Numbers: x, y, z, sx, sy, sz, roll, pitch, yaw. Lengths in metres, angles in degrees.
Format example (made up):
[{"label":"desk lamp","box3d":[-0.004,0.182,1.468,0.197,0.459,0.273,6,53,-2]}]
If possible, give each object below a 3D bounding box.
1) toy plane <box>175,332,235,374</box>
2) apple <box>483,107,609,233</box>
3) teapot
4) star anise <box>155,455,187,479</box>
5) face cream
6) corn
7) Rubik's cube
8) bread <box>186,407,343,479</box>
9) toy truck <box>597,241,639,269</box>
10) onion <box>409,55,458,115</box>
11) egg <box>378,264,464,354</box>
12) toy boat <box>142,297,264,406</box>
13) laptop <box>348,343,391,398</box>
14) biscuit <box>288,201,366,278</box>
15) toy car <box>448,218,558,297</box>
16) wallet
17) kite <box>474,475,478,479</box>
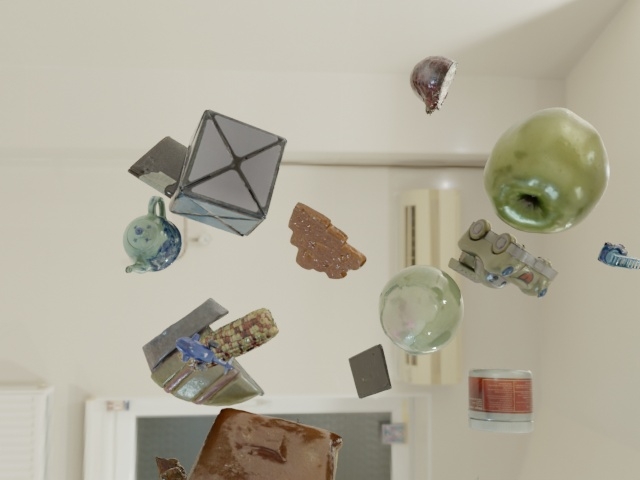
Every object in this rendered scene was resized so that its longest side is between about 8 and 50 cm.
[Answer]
[{"label":"toy plane","box3d":[-0.195,0.195,1.120,0.167,0.062,0.054,42,69,-52]},{"label":"apple","box3d":[0.651,-0.197,1.888,0.357,0.357,0.357,180,-90,-86]},{"label":"teapot","box3d":[-0.466,-0.008,1.779,0.159,0.159,0.232,104,0,-74]},{"label":"star anise","box3d":[-0.343,0.621,1.602,0.196,0.111,0.212,-23,-80,44]},{"label":"face cream","box3d":[0.566,0.498,2.065,0.201,0.201,0.187,113,-22,-80]},{"label":"corn","box3d":[-0.220,0.244,1.568,0.086,0.253,0.086,63,5,-10]},{"label":"Rubik's cube","box3d":[-0.266,-0.180,1.853,0.260,0.259,0.254,141,-37,-68]},{"label":"bread","box3d":[-0.123,0.544,1.520,0.333,0.324,0.143,-71,172,-71]},{"label":"toy truck","box3d":[0.842,0.049,1.816,0.074,0.136,0.063,-118,-142,-63]},{"label":"onion","box3d":[0.273,-0.398,1.655,0.151,0.098,0.206,-62,169,-5]},{"label":"egg","box3d":[0.321,0.227,2.118,0.336,0.278,0.278,-41,135,-69]},{"label":"toy boat","box3d":[-0.329,0.319,1.714,0.111,0.276,0.293,-31,101,-79]},{"label":"laptop","box3d":[0.146,0.397,1.973,0.197,0.016,0.135,-42,-124,56]},{"label":"biscuit","box3d":[0.000,0.000,2.066,0.043,0.284,0.306,-53,128,-35]},{"label":"toy car","box3d":[0.638,0.088,2.342,0.226,0.242,0.336,-57,-154,8]},{"label":"wallet","box3d":[-0.504,-0.250,2.269,0.071,0.221,0.262,-56,180,40]},{"label":"kite","box3d":[0.278,0.634,1.312,0.406,0.014,0.368,-62,154,-43]}]
